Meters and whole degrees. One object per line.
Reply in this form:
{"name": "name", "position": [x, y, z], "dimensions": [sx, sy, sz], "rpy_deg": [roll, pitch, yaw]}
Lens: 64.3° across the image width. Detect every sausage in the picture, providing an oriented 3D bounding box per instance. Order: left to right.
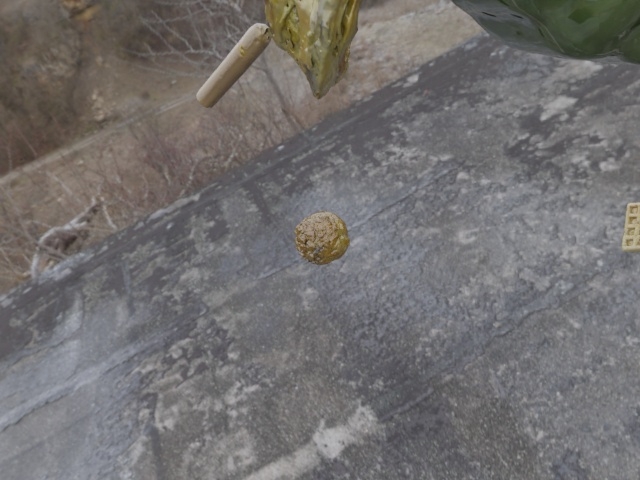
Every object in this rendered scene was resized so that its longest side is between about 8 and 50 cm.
{"name": "sausage", "position": [-0.222, -0.441, 1.293], "dimensions": [0.301, 0.066, 0.066], "rpy_deg": [-28, 24, 42]}

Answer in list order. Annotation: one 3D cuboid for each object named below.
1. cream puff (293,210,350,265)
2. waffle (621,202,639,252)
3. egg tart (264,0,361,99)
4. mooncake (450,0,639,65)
{"name": "cream puff", "position": [-0.004, -0.002, 1.227], "dimensions": [0.103, 0.126, 0.144], "rpy_deg": [-25, -2, -41]}
{"name": "waffle", "position": [0.628, -0.024, 0.917], "dimensions": [0.148, 0.042, 0.102], "rpy_deg": [2, 79, 65]}
{"name": "egg tart", "position": [-0.002, -0.400, 0.794], "dimensions": [0.150, 0.352, 0.352], "rpy_deg": [12, 40, 0]}
{"name": "mooncake", "position": [0.229, -0.301, 0.364], "dimensions": [0.351, 0.351, 0.187], "rpy_deg": [-23, 31, 0]}
